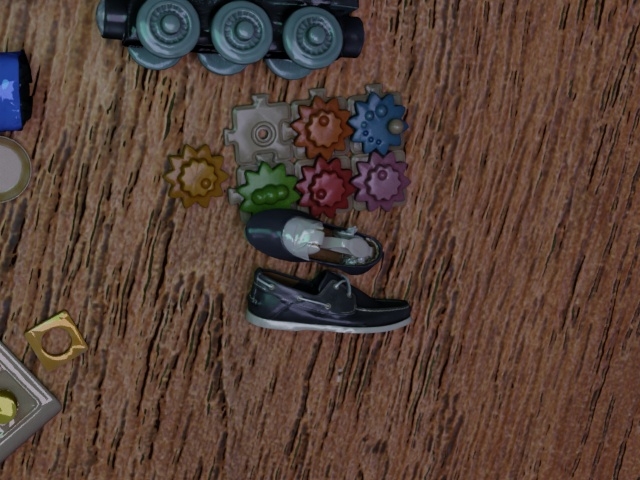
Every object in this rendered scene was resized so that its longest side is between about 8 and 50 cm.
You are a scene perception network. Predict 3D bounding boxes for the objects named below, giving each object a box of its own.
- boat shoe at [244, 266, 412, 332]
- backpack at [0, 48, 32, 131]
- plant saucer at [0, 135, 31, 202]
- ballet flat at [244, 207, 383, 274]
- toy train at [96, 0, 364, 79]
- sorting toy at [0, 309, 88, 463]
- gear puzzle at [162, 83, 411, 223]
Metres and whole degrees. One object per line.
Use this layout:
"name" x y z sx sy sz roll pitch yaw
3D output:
"boat shoe" 0.018 0.081 1.532 0.233 0.084 0.079 6 100 -16
"backpack" -0.386 -0.170 1.330 0.101 0.120 0.098 -8 105 -16
"plant saucer" -0.399 -0.088 1.400 0.083 0.015 0.083 -4 102 -17
"ballet flat" 0.000 0.000 1.494 0.203 0.074 0.074 16 97 -33
"toy train" -0.104 -0.303 1.391 0.334 0.142 0.190 2 89 -16
"sorting toy" -0.452 0.208 1.431 0.347 0.047 0.196 -42 110 -6
"gear puzzle" -0.039 -0.107 1.494 0.339 0.044 0.175 -7 104 -16
